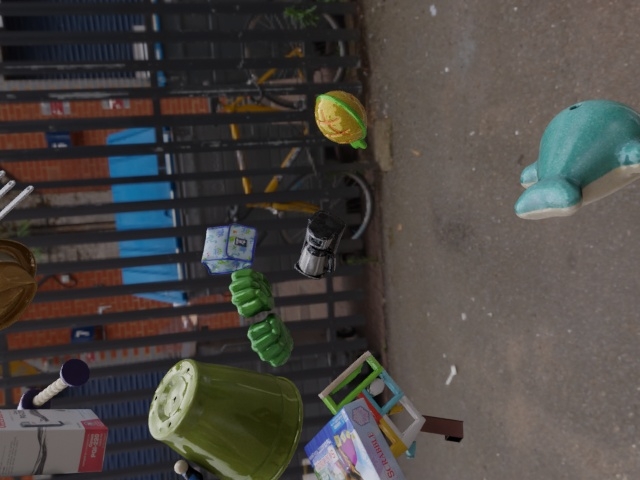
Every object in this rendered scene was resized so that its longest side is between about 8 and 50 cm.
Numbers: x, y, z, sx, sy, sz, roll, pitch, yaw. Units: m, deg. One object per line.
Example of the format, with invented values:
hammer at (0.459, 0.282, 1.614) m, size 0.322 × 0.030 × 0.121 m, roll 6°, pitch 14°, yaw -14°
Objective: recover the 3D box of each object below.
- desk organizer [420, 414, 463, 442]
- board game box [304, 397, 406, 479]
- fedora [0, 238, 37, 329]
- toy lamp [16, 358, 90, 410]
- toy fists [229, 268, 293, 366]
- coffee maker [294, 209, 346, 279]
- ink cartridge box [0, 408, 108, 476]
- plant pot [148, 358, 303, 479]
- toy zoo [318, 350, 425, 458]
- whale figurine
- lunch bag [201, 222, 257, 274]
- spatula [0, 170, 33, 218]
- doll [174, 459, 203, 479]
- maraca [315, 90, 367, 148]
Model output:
desk organizer at (0.350, 0.551, 1.618) m, size 0.047 × 0.130 × 0.050 m, roll 96°, pitch -177°, yaw -50°
board game box at (0.097, 0.597, 1.359) m, size 0.318 × 0.066 × 0.318 m, roll 60°, pitch 145°, yaw 26°
fedora at (-0.545, 0.092, 0.924) m, size 0.194 × 0.079 × 0.194 m, roll -51°, pitch -23°, yaw -33°
toy lamp at (-0.683, 0.383, 1.392) m, size 0.275 × 0.080 × 0.080 m, roll -36°, pitch 51°, yaw 32°
toy fists at (-0.155, 0.202, 1.475) m, size 0.279 × 0.096 × 0.142 m, roll 67°, pitch -165°, yaw 5°
coffee maker at (0.000, 0.000, 1.682) m, size 0.171 × 0.120 × 0.178 m, roll -86°, pitch 10°, yaw -49°
ink cartridge box at (-0.561, 0.401, 1.110) m, size 0.159 × 0.218 × 0.092 m, roll 1°, pitch 82°, yaw 55°
plant pot at (-0.306, 0.527, 1.670) m, size 0.367 × 0.353 × 0.366 m, roll -34°, pitch 38°, yaw 31°
toy zoo at (0.157, 0.475, 1.508) m, size 0.293 × 0.192 × 0.030 m, roll 51°, pitch 151°, yaw 7°
whale figurine at (0.406, -0.132, 0.878) m, size 0.216 × 0.272 × 0.141 m, roll -5°, pitch 114°, yaw 55°
lunch bag at (-0.265, 0.024, 1.645) m, size 0.096 × 0.151 × 0.128 m, roll 71°, pitch -163°, yaw -54°
spatula at (-0.787, -0.058, 1.279) m, size 0.242 × 0.168 × 0.019 m, roll -53°, pitch -30°, yaw -27°
doll at (-0.359, 0.684, 1.581) m, size 0.129 × 0.046 × 0.189 m, roll 29°, pitch 150°, yaw 47°
maraca at (0.048, -0.257, 1.207) m, size 0.127 × 0.099 × 0.185 m, roll 35°, pitch 171°, yaw 20°
